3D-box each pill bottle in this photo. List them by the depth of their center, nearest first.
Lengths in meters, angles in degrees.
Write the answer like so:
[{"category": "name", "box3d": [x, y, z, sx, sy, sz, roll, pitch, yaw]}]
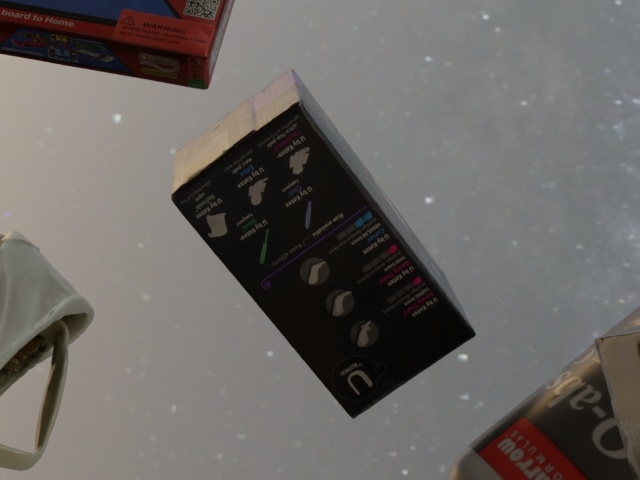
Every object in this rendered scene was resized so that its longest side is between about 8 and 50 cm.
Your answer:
[{"category": "pill bottle", "box3d": [0.231, 0.203, 0.927, 0.363, 0.210, 0.210, -38, -143, -5]}]

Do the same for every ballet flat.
[{"category": "ballet flat", "box3d": [-0.268, 0.147, 0.842, 0.139, 0.139, 0.400, -51, -169, 40]}]

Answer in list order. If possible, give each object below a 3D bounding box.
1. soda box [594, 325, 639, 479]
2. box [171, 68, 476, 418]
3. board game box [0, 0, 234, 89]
[{"category": "soda box", "box3d": [0.199, 0.039, 0.425, 0.061, 0.181, 0.058, 106, -30, -83]}, {"category": "box", "box3d": [0.000, 0.000, 1.094, 0.143, 0.270, 0.165, -36, -163, 8]}, {"category": "board game box", "box3d": [-0.181, -0.160, 0.621, 0.027, 0.281, 0.145, 98, 2, -50]}]
